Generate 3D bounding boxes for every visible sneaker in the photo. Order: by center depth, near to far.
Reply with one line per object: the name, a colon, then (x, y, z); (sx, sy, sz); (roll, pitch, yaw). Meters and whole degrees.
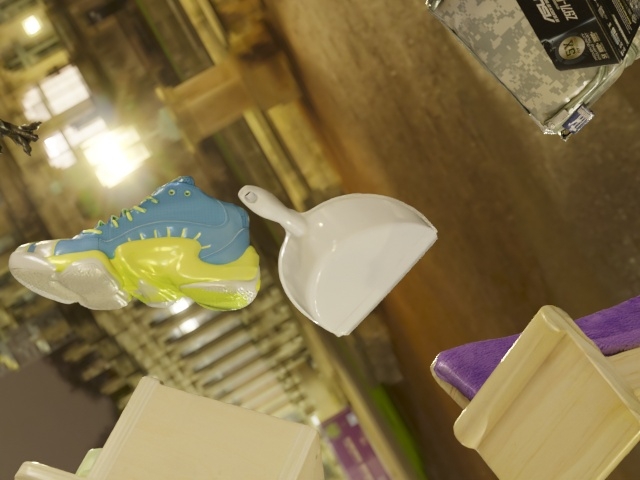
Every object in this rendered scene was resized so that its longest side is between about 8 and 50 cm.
sneaker: (-0.177, 0.000, 1.203); (0.091, 0.240, 0.126); (115, 159, -64)

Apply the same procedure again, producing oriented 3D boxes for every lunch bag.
lunch bag: (0.333, -0.332, 1.788); (0.305, 0.256, 0.212); (46, -168, 2)

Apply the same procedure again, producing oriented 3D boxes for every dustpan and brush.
dustpan and brush: (0.000, 0.000, 1.121); (0.060, 0.147, 0.211); (49, -167, 33)

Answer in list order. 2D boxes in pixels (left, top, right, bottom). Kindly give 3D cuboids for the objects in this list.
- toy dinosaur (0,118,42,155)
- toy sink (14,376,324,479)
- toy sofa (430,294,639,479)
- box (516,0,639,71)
toy dinosaur: (-0.357, -0.115, 1.230); (0.118, 0.064, 0.268); (18, -175, -37)
toy sink: (-0.123, 0.221, 1.087); (0.153, 0.234, 0.131); (83, -155, -47)
toy sofa: (0.280, 0.095, 1.050); (0.177, 0.362, 0.150); (54, 134, 27)
box: (0.258, -0.286, 1.237); (0.077, 0.147, 0.180); (-2, 139, 44)
